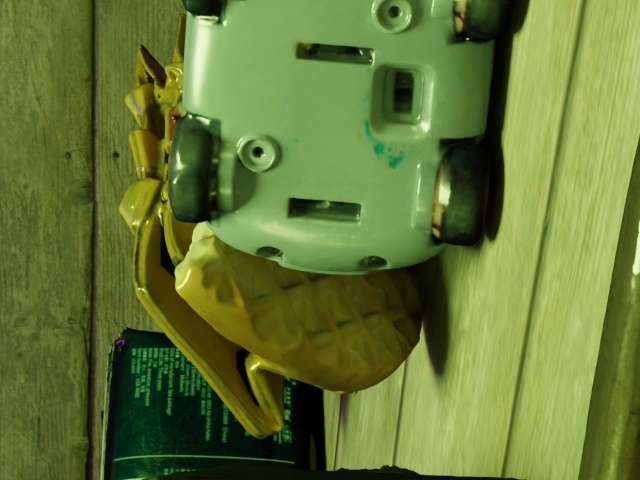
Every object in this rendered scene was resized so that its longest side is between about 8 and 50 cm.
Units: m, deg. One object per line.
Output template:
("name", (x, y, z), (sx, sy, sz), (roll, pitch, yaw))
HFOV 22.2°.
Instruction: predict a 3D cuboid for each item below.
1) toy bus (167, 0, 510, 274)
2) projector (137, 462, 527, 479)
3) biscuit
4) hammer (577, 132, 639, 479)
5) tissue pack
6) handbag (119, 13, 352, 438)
("toy bus", (0.020, -0.129, 1.023), (0.232, 0.194, 0.287), (-71, -15, -66))
("projector", (-0.014, 0.322, 0.864), (0.395, 0.242, 0.405), (121, 151, -80))
("biscuit", (0.000, 0.000, 1.169), (0.040, 0.204, 0.309), (-38, 20, 27))
("hammer", (0.123, 0.021, 0.587), (0.168, 0.044, 0.439), (-97, 10, -64))
("tissue pack", (-0.132, 0.330, 1.886), (0.253, 0.264, 0.416), (99, 171, -56))
("handbag", (-0.086, -0.025, 1.659), (0.283, 0.133, 0.401), (43, -152, -35))
